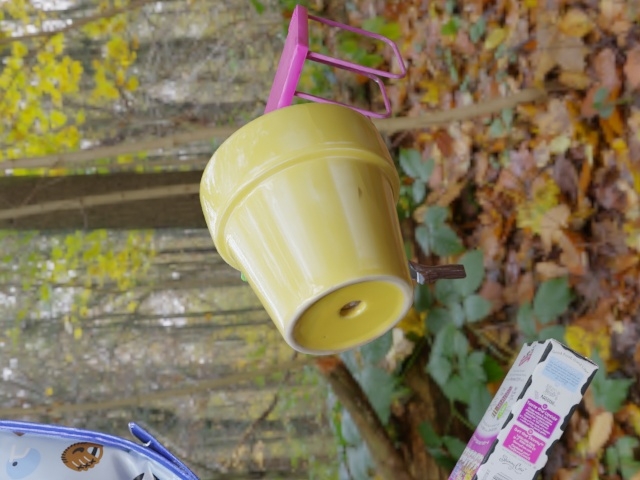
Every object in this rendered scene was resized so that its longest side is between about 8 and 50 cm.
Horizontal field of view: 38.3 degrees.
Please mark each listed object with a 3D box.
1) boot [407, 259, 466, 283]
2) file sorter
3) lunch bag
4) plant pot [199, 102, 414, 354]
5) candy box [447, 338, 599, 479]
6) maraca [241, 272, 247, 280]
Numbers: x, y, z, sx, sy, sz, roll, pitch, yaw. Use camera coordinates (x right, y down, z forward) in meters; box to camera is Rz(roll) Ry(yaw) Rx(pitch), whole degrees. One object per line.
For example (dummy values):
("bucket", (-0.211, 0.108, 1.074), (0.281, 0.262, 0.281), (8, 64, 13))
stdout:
("boot", (0.240, 0.060, 1.945), (0.106, 0.114, 0.037), (42, 135, 52))
("file sorter", (0.005, -0.195, 1.506), (0.202, 0.182, 0.291), (-94, 20, -59))
("lunch bag", (-0.279, 0.397, 1.219), (0.328, 0.385, 0.239), (77, -159, -51))
("plant pot", (0.000, 0.000, 1.145), (0.254, 0.254, 0.239), (85, 164, -55))
("candy box", (0.251, 0.243, 1.176), (0.233, 0.071, 0.159), (-59, -4, -6))
("maraca", (-0.116, 0.028, 1.951), (0.186, 0.127, 0.099), (-64, -5, 36))
